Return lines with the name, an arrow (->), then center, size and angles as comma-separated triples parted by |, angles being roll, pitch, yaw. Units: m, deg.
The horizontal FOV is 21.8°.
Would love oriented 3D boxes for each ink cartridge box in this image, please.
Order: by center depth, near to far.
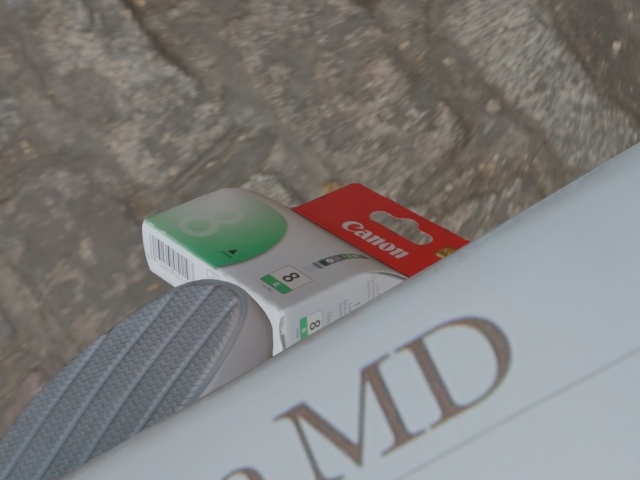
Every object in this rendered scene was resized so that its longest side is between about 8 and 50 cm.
ink cartridge box -> 0.000, 0.000, 1.324 | 0.181, 0.224, 0.056 | 30, 135, 42

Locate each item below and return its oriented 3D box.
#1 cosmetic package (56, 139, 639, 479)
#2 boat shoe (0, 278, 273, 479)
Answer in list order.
cosmetic package -> 0.085, 0.260, 0.447 | 0.329, 0.327, 0.394 | -30, 50, 7
boat shoe -> -0.113, 0.153, 0.763 | 0.109, 0.302, 0.094 | 12, 148, 46
